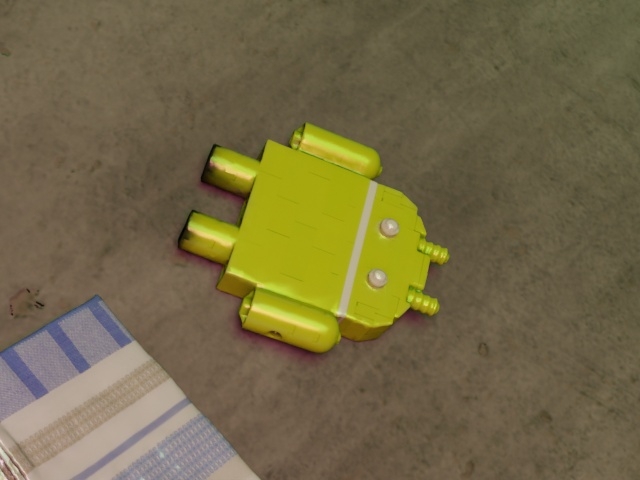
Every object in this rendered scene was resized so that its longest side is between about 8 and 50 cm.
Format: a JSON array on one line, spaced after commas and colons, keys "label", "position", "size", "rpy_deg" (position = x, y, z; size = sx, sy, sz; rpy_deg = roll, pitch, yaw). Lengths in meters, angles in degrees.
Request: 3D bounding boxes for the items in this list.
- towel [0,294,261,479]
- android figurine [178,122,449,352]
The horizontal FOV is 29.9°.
[{"label": "towel", "position": [-0.170, 0.189, 1.032], "size": [0.285, 0.034, 0.209], "rpy_deg": [48, 40, 8]}, {"label": "android figurine", "position": [0.000, 0.000, 1.217], "size": [0.272, 0.056, 0.248], "rpy_deg": [22, 58, -7]}]
